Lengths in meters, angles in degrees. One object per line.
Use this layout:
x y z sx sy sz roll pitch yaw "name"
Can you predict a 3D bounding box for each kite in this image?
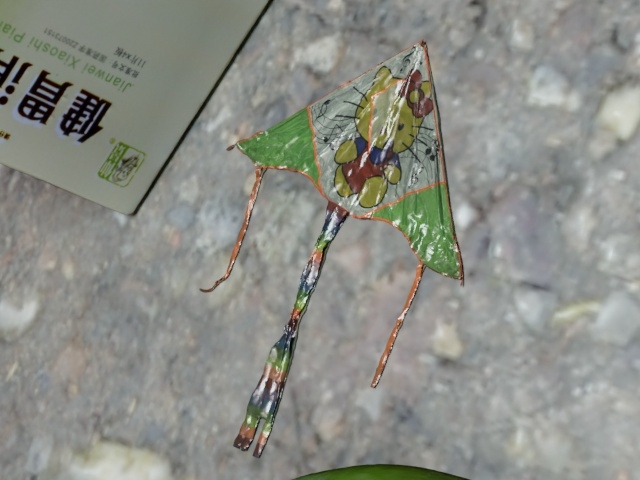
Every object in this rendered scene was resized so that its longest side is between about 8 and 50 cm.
0.000 0.000 0.922 0.198 0.006 0.244 26 93 41 "kite"

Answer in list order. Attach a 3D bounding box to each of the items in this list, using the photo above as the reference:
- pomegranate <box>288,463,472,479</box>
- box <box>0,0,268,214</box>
-0.003 0.220 0.681 0.323 0.291 0.291 30 95 50 "pomegranate"
-0.164 -0.135 0.934 0.175 0.260 0.062 -56 46 10 "box"
